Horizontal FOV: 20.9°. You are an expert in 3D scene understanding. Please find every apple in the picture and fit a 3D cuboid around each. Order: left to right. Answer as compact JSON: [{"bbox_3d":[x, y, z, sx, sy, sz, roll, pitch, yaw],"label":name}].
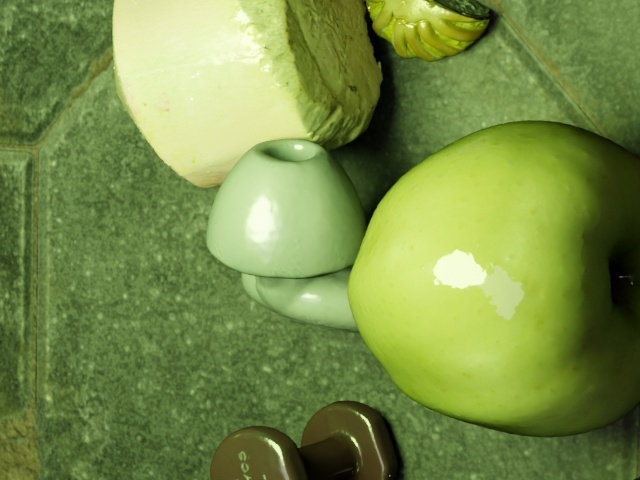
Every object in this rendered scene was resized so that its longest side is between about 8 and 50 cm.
[{"bbox_3d":[0.216,0.042,1.851,0.357,0.357,0.357,3,96,33],"label":"apple"}]

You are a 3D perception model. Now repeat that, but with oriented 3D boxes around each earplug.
[{"bbox_3d":[-0.006,0.011,2.009,0.214,0.325,0.175,17,71,33],"label":"earplug"}]

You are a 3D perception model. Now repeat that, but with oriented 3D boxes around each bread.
[{"bbox_3d":[0.115,-0.259,2.050,0.157,0.083,0.094,36,124,24],"label":"bread"}]

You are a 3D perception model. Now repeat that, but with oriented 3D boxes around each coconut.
[{"bbox_3d":[-0.108,-0.219,2.082,0.310,0.297,0.297,-10,89,31],"label":"coconut"}]

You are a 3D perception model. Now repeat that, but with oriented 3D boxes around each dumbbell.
[{"bbox_3d":[-0.017,0.276,2.089,0.124,0.225,0.140,-26,79,35],"label":"dumbbell"}]

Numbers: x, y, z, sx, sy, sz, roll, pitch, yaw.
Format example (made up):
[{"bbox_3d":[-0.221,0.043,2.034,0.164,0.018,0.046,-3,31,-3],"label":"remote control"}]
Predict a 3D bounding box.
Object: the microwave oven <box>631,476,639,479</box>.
[{"bbox_3d":[0.334,0.349,1.825,0.237,0.295,0.181,-36,74,30],"label":"microwave oven"}]
